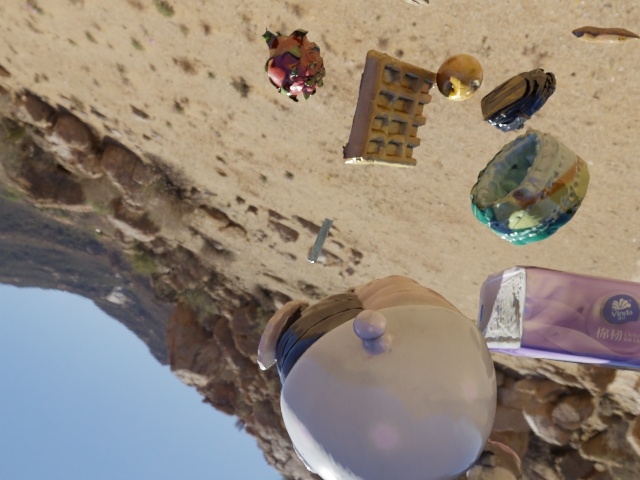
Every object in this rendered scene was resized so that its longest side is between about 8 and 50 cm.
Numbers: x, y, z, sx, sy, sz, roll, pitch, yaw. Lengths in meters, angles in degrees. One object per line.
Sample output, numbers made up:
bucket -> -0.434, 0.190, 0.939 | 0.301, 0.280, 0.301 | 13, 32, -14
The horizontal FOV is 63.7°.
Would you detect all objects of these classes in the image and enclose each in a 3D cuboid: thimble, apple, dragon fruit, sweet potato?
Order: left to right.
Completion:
dragon fruit -> -0.070, -0.430, 1.202 | 0.137, 0.135, 0.235 | 58, -169, -64
apple -> 0.426, -0.503, 1.599 | 0.147, 0.146, 0.146 | 25, 171, 4
thimble -> 0.528, -0.138, 1.313 | 0.167, 0.288, 0.254 | 35, 167, -18
sweet potato -> 0.929, -0.668, 1.677 | 0.065, 0.051, 0.218 | -11, -153, -40

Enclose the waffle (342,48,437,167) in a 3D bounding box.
waffle -> 0.225, -0.400, 1.639 | 0.304, 0.348, 0.078 | -2, -160, -42

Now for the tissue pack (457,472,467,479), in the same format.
tissue pack -> 0.282, 0.583, 1.340 | 0.416, 0.264, 0.253 | 52, 145, 25

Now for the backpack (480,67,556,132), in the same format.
backpack -> 0.720, -0.511, 1.851 | 0.133, 0.206, 0.258 | 26, 137, -29

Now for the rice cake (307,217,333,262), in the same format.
rice cake -> 0.000, 0.000, 1.310 | 0.022, 0.121, 0.022 | 25, -175, 26

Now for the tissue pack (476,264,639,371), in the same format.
tissue pack -> 0.486, 0.146, 0.939 | 0.339, 0.160, 0.242 | 7, 171, -1

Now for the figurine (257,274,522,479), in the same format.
figurine -> 0.104, 0.212, 0.575 | 0.361, 0.253, 0.211 | 70, 161, -7

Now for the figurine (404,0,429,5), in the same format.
figurine -> 0.276, -0.854, 1.612 | 0.247, 0.172, 0.177 | 19, -162, -3
